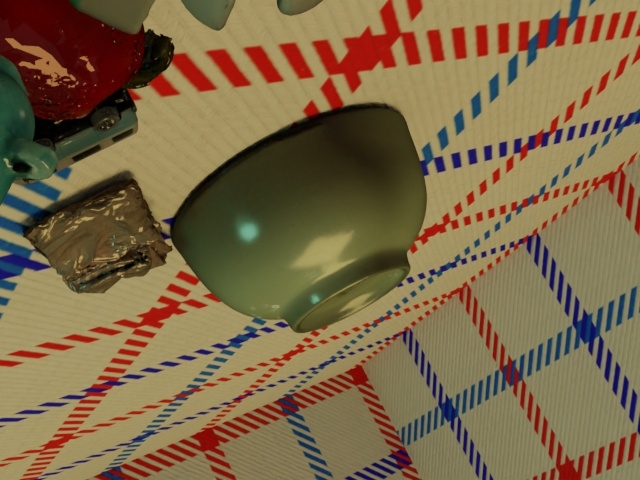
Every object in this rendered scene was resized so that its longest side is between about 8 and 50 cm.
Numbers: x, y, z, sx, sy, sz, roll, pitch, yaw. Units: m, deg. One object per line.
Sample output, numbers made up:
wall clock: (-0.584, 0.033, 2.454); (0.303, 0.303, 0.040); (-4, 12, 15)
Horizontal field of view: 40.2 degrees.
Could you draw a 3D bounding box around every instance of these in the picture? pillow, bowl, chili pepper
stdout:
pillow: (-0.247, 0.009, 1.011); (0.135, 0.049, 0.248); (-22, 161, -8)
bowl: (0.000, 0.000, 1.149); (0.353, 0.185, 0.354); (-26, 164, -8)
chili pepper: (-0.201, -0.143, 0.484); (0.110, 0.110, 0.387); (-33, 155, 18)

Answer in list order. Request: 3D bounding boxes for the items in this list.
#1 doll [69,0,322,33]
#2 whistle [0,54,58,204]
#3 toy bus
doll: (-0.038, -0.207, 0.421); (0.258, 0.153, 0.195); (-47, -159, 55)
whistle: (-0.257, -0.072, 0.428); (0.273, 0.093, 0.186); (15, 154, 6)
toy bus: (-0.214, -0.094, 0.717); (0.123, 0.060, 0.075); (-28, 168, -10)
